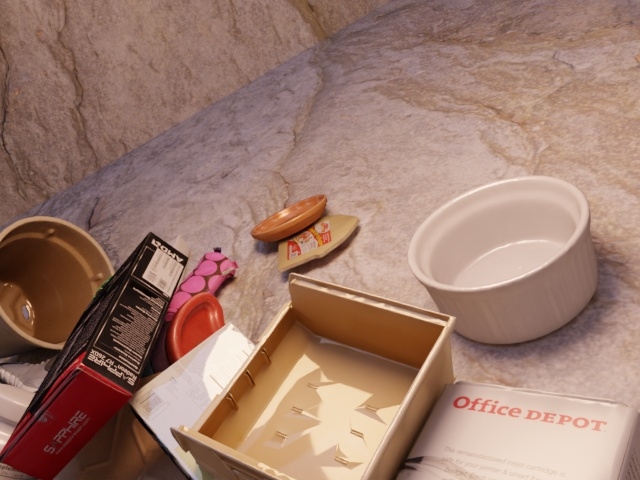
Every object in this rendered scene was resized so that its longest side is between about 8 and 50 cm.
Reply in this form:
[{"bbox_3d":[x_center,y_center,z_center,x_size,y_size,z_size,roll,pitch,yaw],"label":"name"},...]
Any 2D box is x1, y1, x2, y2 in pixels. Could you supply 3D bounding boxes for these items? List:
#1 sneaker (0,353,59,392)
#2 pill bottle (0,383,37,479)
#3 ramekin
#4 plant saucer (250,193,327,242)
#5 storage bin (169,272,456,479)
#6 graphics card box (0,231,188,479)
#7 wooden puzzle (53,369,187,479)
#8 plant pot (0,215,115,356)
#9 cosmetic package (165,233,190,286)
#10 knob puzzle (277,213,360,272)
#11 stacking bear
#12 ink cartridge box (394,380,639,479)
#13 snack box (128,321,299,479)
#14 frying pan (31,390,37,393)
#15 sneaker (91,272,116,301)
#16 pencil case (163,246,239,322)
[{"bbox_3d":[-0.649,0.305,1.517,0.229,0.086,0.132,13,43,39],"label":"sneaker"},{"bbox_3d":[-0.550,0.385,1.097,0.153,0.153,0.264,9,72,50],"label":"pill bottle"},{"bbox_3d":[0.289,0.032,1.022,0.277,0.135,0.277,-23,28,13],"label":"ramekin"},{"bbox_3d":[-0.070,-0.048,1.559,0.200,0.037,0.200,-26,13,7],"label":"plant saucer"},{"bbox_3d":[-0.002,0.191,0.805,0.261,0.123,0.262,14,50,30],"label":"storage bin"},{"bbox_3d":[-0.345,0.168,1.053,0.233,0.094,0.370,-46,19,22],"label":"graphics card box"},{"bbox_3d":[-0.296,0.367,1.010,0.348,0.080,0.322,-24,43,22],"label":"wooden puzzle"},{"bbox_3d":[-0.736,0.148,1.641,0.306,0.333,0.333,-25,25,34],"label":"plant pot"},{"bbox_3d":[-0.396,0.082,1.662,0.099,0.060,0.239,-26,28,11],"label":"cosmetic package"},{"bbox_3d":[0.000,0.000,1.456,0.213,0.030,0.213,-23,23,10],"label":"knob puzzle"},{"bbox_3d":[-0.307,0.239,1.217,0.289,0.175,0.164,-27,0,29],"label":"stacking bear"},{"bbox_3d":[0.183,0.307,0.662,0.223,0.129,0.307,-2,37,43],"label":"ink cartridge box"},{"bbox_3d":[-0.091,0.271,0.887,0.187,0.060,0.322,-36,56,-25],"label":"snack box"},{"bbox_3d":[-0.626,0.344,1.271,0.197,0.053,0.326,-28,-12,36],"label":"frying pan"},{"bbox_3d":[-0.440,0.155,1.418,0.343,0.134,0.146,-46,18,19],"label":"sneaker"},{"bbox_3d":[-0.268,0.115,1.461,0.098,0.095,0.209,6,44,26],"label":"pencil case"}]
